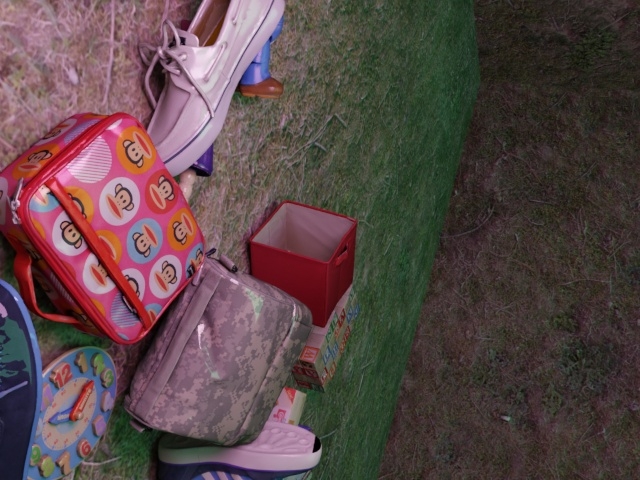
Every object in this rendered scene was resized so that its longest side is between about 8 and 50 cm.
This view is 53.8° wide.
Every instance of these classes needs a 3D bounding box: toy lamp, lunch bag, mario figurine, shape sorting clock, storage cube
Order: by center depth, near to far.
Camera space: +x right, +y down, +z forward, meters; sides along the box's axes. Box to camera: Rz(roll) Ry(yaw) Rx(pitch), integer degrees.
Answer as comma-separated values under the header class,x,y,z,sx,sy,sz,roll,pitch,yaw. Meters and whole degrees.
class,x,y,z,sx,sy,sz,roll,pitch,yaw
lunch bag,-0.306,-0.005,0.868,0.258,0.120,0.293,-54,138,-35
shape sorting clock,-0.372,0.258,0.941,0.206,0.040,0.206,10,90,-67
toy lamp,-0.242,-0.055,1.076,0.080,0.080,0.275,34,67,-66
lunch bag,-0.180,0.186,1.089,0.305,0.212,0.256,-62,157,-4
mario figurine,-0.083,-0.430,1.167,0.170,0.198,0.321,-23,125,-49
storage cube,-0.038,0.050,1.448,0.184,0.214,0.193,-54,153,-48

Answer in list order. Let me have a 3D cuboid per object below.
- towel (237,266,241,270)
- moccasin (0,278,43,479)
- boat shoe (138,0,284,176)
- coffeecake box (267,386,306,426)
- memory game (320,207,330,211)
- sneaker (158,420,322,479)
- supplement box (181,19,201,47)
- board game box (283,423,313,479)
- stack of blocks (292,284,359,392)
class,x,y,z,sx,sy,sz,roll,pitch,yaw
towel,-0.180,0.102,1.338,0.060,0.009,0.083,-55,147,-47
moccasin,-0.403,0.216,0.728,0.116,0.137,0.342,-16,113,-61
boat shoe,-0.198,-0.280,0.972,0.367,0.135,0.156,-58,143,-2
coffeecake box,-0.141,0.372,1.355,0.068,0.185,0.142,49,54,-63
memory game,0.000,0.000,1.769,0.186,0.012,0.186,10,90,-68
sneaker,-0.152,0.482,1.207,0.130,0.322,0.237,-65,152,-76
supplement box,-0.202,-0.347,1.094,0.083,0.043,0.055,-18,117,-65
board game box,-0.128,0.625,1.551,0.232,0.141,0.291,-39,134,-58
stack of blocks,0.013,0.260,1.810,0.171,0.087,0.297,74,34,-47
